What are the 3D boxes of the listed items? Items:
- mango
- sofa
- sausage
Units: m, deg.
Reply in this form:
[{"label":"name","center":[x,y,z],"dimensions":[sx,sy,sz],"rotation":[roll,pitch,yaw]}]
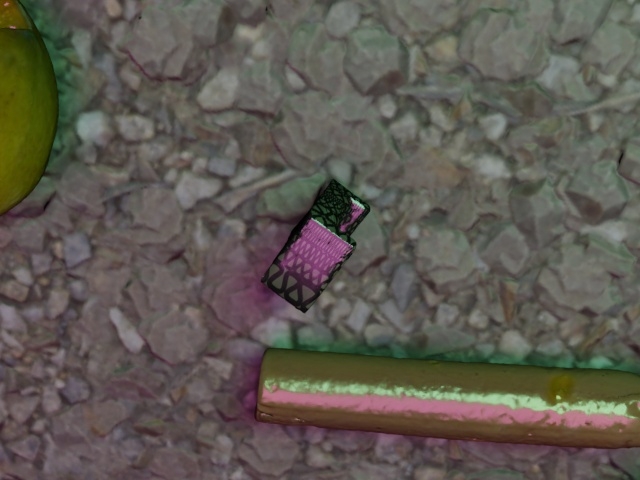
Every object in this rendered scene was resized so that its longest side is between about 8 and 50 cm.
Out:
[{"label":"mango","center":[-0.281,-0.130,0.561],"dimensions":[0.167,0.130,0.262],"rotation":[-34,96,8]},{"label":"sofa","center":[0.000,0.000,0.577],"dimensions":[0.039,0.118,0.060],"rotation":[35,106,-3]},{"label":"sausage","center":[0.101,0.117,0.630],"dimensions":[0.301,0.066,0.066],"rotation":[5,106,4]}]
